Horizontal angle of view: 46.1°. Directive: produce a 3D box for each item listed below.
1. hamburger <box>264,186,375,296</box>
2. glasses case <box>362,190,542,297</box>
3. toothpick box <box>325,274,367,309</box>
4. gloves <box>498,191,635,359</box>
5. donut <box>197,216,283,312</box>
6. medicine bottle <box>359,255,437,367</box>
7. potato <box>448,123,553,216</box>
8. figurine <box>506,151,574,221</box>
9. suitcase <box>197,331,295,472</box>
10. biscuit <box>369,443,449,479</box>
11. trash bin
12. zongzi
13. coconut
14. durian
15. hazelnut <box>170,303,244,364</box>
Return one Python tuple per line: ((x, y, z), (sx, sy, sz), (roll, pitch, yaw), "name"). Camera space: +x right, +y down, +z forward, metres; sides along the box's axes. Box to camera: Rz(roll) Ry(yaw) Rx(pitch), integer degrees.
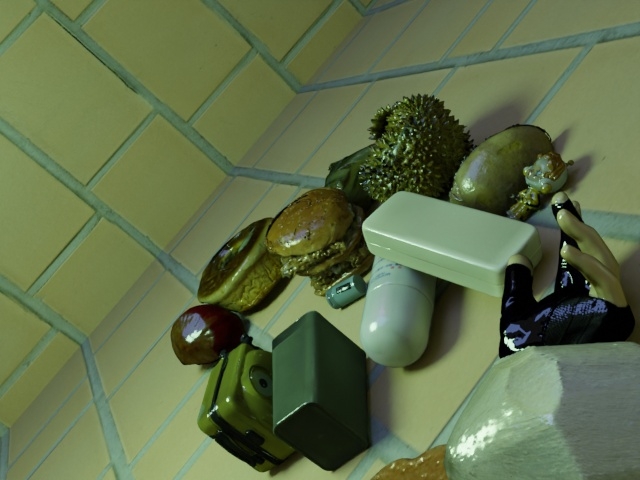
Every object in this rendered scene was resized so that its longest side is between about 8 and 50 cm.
((0.009, 0.006, 1.779), (0.260, 0.211, 0.245), (-50, 26, -20), "hamburger")
((0.229, 0.000, 1.347), (0.313, 0.070, 0.131), (19, 51, 41), "glasses case")
((0.058, 0.115, 1.688), (0.083, 0.052, 0.052), (-32, 25, 32), "toothpick box")
((0.339, 0.076, 1.065), (0.197, 0.152, 0.300), (-10, 67, 49), "gloves")
((-0.204, 0.077, 2.133), (0.330, 0.160, 0.330), (-44, 23, 24), "donut")
((0.155, 0.093, 1.430), (0.130, 0.130, 0.341), (-33, 24, 34), "medicine bottle")
((0.352, -0.128, 1.473), (0.261, 0.120, 0.100), (-45, 27, 8), "potato")
((0.403, -0.097, 1.392), (0.143, 0.068, 0.101), (-62, 19, -5), "figurine")
((-0.121, 0.314, 1.480), (0.143, 0.194, 0.234), (-41, 21, 25), "suitcase")
((0.088, 0.453, 1.001), (0.455, 0.078, 0.349), (-36, 26, 29), "biscuit")
((0.001, 0.274, 1.374), (0.122, 0.164, 0.240), (-40, 25, 21), "trash bin")
((0.128, -0.166, 1.965), (0.274, 0.125, 0.250), (-28, 26, 28), "zongzi")
((0.260, 0.226, 0.777), (0.266, 0.237, 0.237), (-4, 29, 2), "coconut")
((0.208, -0.187, 1.711), (0.293, 0.258, 0.258), (-39, 20, 48), "durian")
((-0.303, 0.259, 2.025), (0.202, 0.160, 0.170), (7, 62, 19), "hazelnut")
